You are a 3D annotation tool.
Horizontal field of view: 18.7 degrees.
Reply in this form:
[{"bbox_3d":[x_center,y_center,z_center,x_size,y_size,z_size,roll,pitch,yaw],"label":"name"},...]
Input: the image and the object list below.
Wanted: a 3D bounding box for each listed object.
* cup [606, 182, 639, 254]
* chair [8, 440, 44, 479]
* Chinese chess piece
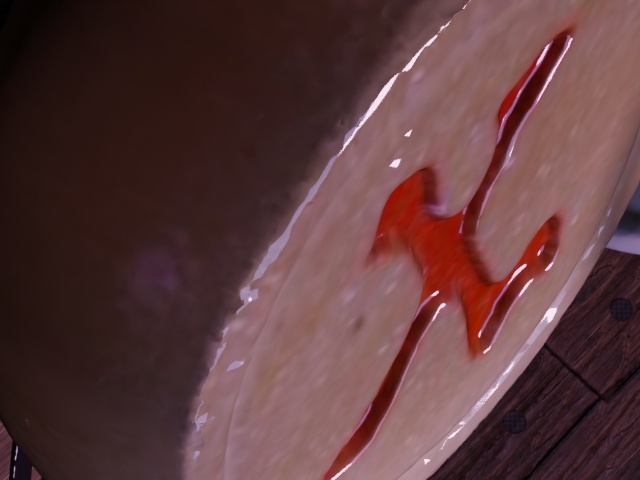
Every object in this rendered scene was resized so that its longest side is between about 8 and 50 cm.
[{"bbox_3d":[0.204,-0.129,0.941,0.274,0.259,0.356,117,-27,-51],"label":"cup"},{"bbox_3d":[-0.216,0.191,1.063,0.154,0.141,0.260,11,78,-81],"label":"chair"},{"bbox_3d":[0.007,-0.025,0.788,0.338,0.140,0.338,-39,150,-28],"label":"Chinese chess piece"}]
